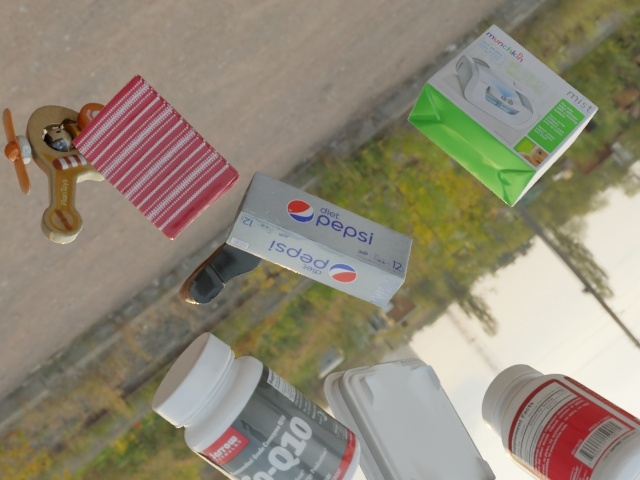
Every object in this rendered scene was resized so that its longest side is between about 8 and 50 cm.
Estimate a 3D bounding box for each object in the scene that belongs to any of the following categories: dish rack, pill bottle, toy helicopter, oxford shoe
[{"bbox_3d":[0.175,0.352,1.700,0.285,0.333,0.072,-2,144,-46],"label":"dish rack"},{"bbox_3d":[-0.094,0.272,1.390,0.161,0.283,0.161,-48,-167,15],"label":"pill bottle"},{"bbox_3d":[0.530,0.421,2.003,0.229,0.229,0.407,-38,-146,-13],"label":"pill bottle"},{"bbox_3d":[-0.565,-0.150,2.031,0.234,0.355,0.140,12,140,-28],"label":"toy helicopter"},{"bbox_3d":[-0.179,0.041,1.758,0.212,0.076,0.076,-38,-162,-33],"label":"oxford shoe"}]

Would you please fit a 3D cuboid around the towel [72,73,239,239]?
[{"bbox_3d":[-0.312,-0.154,1.822,0.199,0.275,0.031,-42,-170,16],"label":"towel"}]

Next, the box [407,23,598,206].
[{"bbox_3d":[0.342,-0.237,1.798,0.231,0.262,0.127,-41,167,-30],"label":"box"}]

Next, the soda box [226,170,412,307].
[{"bbox_3d":[0.000,0.000,1.555,0.091,0.286,0.098,121,-11,-47],"label":"soda box"}]
